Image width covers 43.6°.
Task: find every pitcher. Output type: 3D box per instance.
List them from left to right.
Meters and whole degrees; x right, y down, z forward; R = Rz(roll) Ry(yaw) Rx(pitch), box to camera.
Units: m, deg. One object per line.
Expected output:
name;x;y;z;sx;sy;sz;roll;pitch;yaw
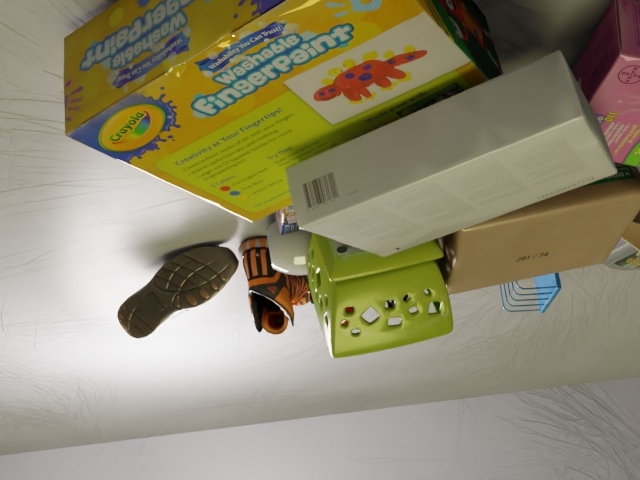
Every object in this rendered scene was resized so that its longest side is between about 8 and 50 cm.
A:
pitcher;0.000;0.000;1.605;0.207;0.126;0.178;-9;179;-3

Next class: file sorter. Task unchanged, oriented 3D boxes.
file sorter;0.500;0.094;1.930;0.104;0.118;0.170;-4;155;-1

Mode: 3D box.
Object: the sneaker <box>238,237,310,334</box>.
sneaker;-0.096;0.132;1.772;0.124;0.180;0.321;-15;154;16

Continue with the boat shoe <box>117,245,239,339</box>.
boat shoe;-0.305;0.100;1.754;0.324;0.123;0.116;-29;-178;23

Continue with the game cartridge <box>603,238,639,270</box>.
game cartridge;0.753;0.004;1.826;0.294;0.060;0.196;7;151;-44

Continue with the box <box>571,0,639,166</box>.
box;0.500;-0.214;1.170;0.242;0.117;0.214;11;148;-4

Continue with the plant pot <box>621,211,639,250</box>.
plant pot;0.722;-0.051;1.533;0.191;0.284;0.284;-58;143;2

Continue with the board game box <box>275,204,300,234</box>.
board game box;0.016;-0.076;1.464;0.193;0.045;0.147;-13;161;-10

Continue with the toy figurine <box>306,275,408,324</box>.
toy figurine;0.080;0.077;1.760;0.213;0.148;0.209;-15;149;21

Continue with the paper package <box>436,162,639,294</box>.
paper package;0.359;-0.053;1.408;0.324;0.168;0.309;-11;156;-2

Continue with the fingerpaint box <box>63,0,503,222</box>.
fingerpaint box;-0.041;-0.222;1.039;0.444;0.163;0.371;-23;152;29

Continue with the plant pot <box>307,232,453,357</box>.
plant pot;0.095;0.040;1.401;0.227;0.228;0.207;-12;129;-6

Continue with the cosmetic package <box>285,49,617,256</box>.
cosmetic package;0.186;-0.094;1.089;0.377;0.098;0.284;-21;160;23
